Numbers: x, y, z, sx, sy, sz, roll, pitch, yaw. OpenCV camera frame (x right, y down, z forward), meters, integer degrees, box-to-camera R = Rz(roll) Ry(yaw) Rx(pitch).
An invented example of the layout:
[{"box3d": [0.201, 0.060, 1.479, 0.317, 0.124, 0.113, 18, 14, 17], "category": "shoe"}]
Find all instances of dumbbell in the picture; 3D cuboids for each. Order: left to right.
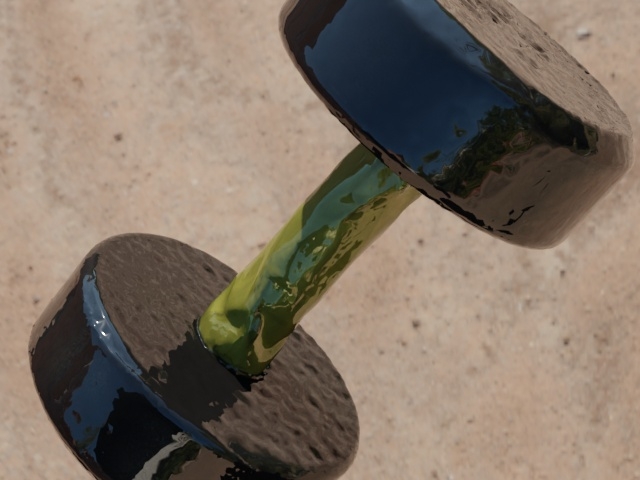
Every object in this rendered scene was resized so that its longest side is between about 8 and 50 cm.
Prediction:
[{"box3d": [0.000, 0.000, 0.724, 0.322, 0.203, 0.204, -50, 51, 21], "category": "dumbbell"}]
